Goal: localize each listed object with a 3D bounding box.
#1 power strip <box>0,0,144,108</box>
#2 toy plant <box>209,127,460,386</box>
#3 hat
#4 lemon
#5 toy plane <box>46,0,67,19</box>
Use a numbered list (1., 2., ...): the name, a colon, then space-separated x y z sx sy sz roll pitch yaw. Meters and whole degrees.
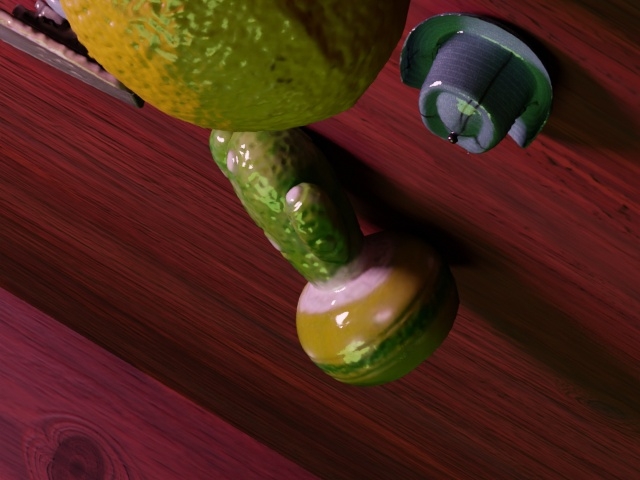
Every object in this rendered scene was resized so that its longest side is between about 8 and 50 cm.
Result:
1. power strip: -0.269 -0.218 2.102 0.198 0.064 0.213 29 177 -2
2. toy plant: 0.000 0.000 2.114 0.316 0.184 0.224 50 175 -23
3. hat: 0.129 -0.120 1.683 0.138 0.078 0.191 26 163 8
4. lemon: -0.061 -0.209 1.444 0.322 0.268 0.268 38 162 -31
5. toy plane: -0.288 -0.283 1.888 0.326 0.104 0.223 24 163 9
